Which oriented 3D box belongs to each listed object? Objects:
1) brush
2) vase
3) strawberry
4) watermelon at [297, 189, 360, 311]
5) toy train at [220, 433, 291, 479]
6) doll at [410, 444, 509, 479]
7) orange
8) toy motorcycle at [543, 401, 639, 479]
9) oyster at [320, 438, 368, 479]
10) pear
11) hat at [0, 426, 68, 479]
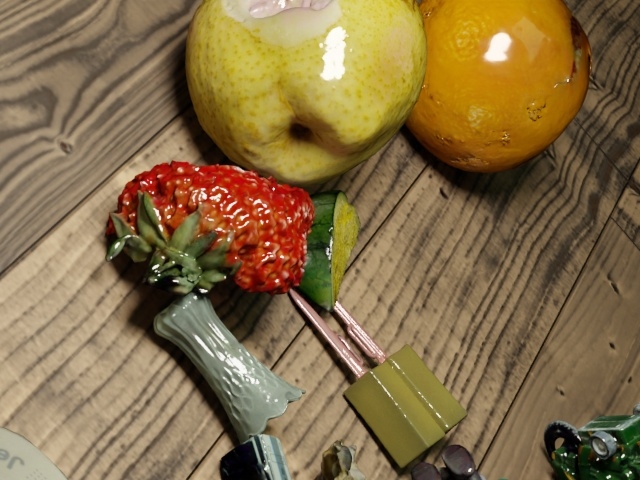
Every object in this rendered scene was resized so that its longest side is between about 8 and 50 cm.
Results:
[{"bbox_3d":[0.048,0.120,1.962,0.233,0.047,0.103,51,31,8],"label":"brush"},{"bbox_3d":[-0.091,0.113,1.768,0.149,0.081,0.081,50,32,2],"label":"vase"},{"bbox_3d":[-0.090,-0.027,1.815,0.188,0.106,0.286,27,20,18],"label":"strawberry"},{"bbox_3d":[-0.010,-0.002,2.009,0.181,0.075,0.092,-73,156,-58],"label":"watermelon"},{"bbox_3d":[-0.031,0.298,1.685,0.048,0.055,0.252,24,42,-50],"label":"toy train"},{"bbox_3d":[0.157,0.328,1.785,0.258,0.195,0.153,33,16,-29],"label":"doll"},{"bbox_3d":[0.209,-0.203,2.291,0.246,0.246,0.246,32,37,-29],"label":"orange"},{"bbox_3d":[0.349,0.274,2.024,0.124,0.274,0.187,-28,96,-30],"label":"toy motorcycle"},{"bbox_3d":[0.028,0.260,1.692,0.345,0.078,0.129,-64,132,-82],"label":"oyster"},{"bbox_3d":[-0.016,-0.186,1.987,0.271,0.271,0.271,32,37,-29],"label":"pear"},{"bbox_3d":[-0.269,0.193,1.358,0.214,0.149,0.245,19,46,-4],"label":"hat"}]
